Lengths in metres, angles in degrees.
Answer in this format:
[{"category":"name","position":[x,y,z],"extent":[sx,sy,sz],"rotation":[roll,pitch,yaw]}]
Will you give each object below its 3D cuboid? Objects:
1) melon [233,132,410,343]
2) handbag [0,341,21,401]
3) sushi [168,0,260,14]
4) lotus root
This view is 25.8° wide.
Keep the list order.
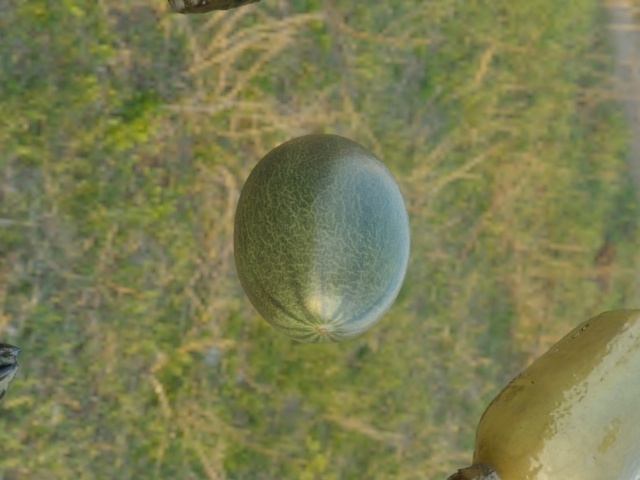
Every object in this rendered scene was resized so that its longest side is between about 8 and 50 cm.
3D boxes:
[{"category":"melon","position":[0.000,0.000,1.848],"extent":[0.302,0.237,0.237],"rotation":[-92,168,-44]},{"category":"handbag","position":[-0.478,0.206,1.227],"extent":[0.416,0.317,0.180],"rotation":[-25,76,-47]},{"category":"sushi","position":[-0.134,-0.424,1.673],"extent":[0.196,0.182,0.343],"rotation":[110,-42,-69]},{"category":"lotus root","position":[0.224,0.162,1.203],"extent":[0.303,0.131,0.146],"rotation":[-36,141,-32]}]
